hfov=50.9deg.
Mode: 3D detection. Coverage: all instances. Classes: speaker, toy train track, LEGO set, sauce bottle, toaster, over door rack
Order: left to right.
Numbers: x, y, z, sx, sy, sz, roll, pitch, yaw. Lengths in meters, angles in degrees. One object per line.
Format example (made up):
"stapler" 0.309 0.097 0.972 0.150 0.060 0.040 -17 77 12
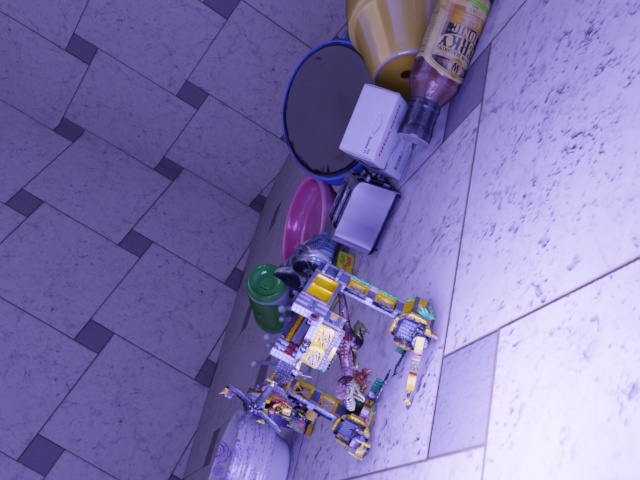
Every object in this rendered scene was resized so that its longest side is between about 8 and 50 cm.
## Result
"speaker" -0.151 0.182 2.037 0.296 0.131 0.131 88 -164 -62
"over door rack" -0.111 0.310 1.857 0.324 0.108 0.240 -88 21 -59
"LEGO set" 0.020 0.204 1.026 0.331 0.255 0.192 -56 -1 26
"toy train track" 0.084 0.062 1.611 0.048 0.014 0.083 147 143 -72
"toaster" 0.092 -0.063 1.552 0.168 0.110 0.186 -106 38 -74
"sauce bottle" 0.248 -0.363 1.363 0.111 0.111 0.344 -160 89 -79

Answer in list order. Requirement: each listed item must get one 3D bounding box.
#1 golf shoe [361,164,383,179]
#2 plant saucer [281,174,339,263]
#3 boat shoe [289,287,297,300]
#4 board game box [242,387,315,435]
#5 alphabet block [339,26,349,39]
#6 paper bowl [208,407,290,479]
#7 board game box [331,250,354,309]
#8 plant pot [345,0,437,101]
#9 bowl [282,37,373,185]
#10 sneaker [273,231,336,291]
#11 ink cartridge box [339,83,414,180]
"golf shoe" 0.150 -0.188 1.639 0.077 0.093 0.198 -108 13 -45
"plant saucer" -0.021 -0.028 1.965 0.332 0.084 0.332 -170 90 -68
"boat shoe" -0.072 0.041 2.190 0.116 0.099 0.320 135 154 -64
"board game box" -0.097 0.392 1.541 0.170 0.141 0.048 155 136 -76
"alphabet block" 0.118 -0.473 1.971 0.192 0.197 0.193 131 157 -59
"paper bowl" -0.170 0.551 1.577 0.284 0.148 0.284 -159 90 -79
"board game box" 0.027 0.119 1.707 0.181 0.043 0.092 122 165 -45
"plant pot" 0.188 -0.460 1.534 0.254 0.254 0.239 126 147 -54
"bowl" 0.045 -0.341 1.782 0.391 0.077 0.391 3 94 44
"sneaker" -0.028 0.057 1.768 0.122 0.110 0.283 -61 14 -24
"ink cartridge box" 0.136 -0.231 1.459 0.153 0.086 0.208 -68 -23 1
